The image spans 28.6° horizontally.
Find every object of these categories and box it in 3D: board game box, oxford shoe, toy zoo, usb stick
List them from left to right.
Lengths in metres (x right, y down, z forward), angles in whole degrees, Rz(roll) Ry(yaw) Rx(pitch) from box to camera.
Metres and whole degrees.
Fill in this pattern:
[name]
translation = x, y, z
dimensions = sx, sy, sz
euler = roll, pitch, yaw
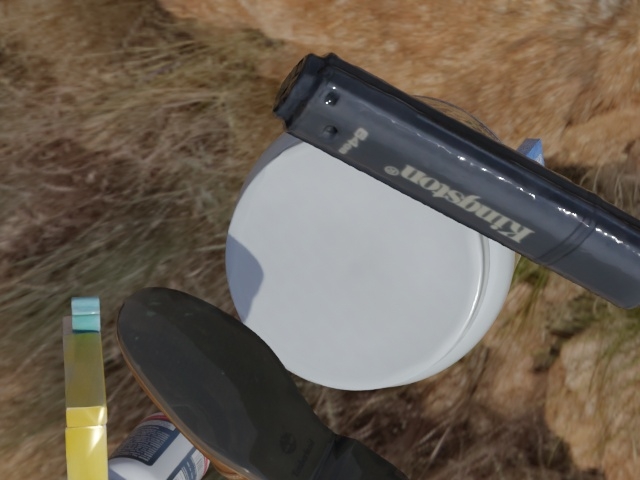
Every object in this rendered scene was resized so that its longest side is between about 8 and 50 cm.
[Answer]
[toy zoo]
translation = -0.179, 0.183, 0.968
dimensions = 0.030, 0.192, 0.293
euler = -3, 107, -11
[oxford shoe]
translation = -0.042, 0.114, 0.715
dimensions = 0.212, 0.076, 0.076
euler = 45, 142, -6
[usb stick]
translation = 0.102, -0.034, 0.783
dimensions = 0.278, 0.077, 0.045
euler = 27, 68, -12
[board game box]
translation = 0.216, -0.050, 1.331
dimensions = 0.020, 0.090, 0.090
euler = 3, 120, 31

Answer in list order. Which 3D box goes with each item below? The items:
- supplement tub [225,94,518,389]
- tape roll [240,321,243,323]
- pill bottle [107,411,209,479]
[supplement tub]
translation = 0.055, -0.006, 1.063
dimensions = 0.228, 0.316, 0.228
euler = 2, 99, 12
[tape roll]
translation = 0.000, 0.000, 1.568
dimensions = 0.100, 0.286, 0.286
euler = 24, 105, -3
[pill bottle]
translation = -0.219, 0.299, 1.540
dimensions = 0.108, 0.180, 0.108
euler = 8, 114, 18
